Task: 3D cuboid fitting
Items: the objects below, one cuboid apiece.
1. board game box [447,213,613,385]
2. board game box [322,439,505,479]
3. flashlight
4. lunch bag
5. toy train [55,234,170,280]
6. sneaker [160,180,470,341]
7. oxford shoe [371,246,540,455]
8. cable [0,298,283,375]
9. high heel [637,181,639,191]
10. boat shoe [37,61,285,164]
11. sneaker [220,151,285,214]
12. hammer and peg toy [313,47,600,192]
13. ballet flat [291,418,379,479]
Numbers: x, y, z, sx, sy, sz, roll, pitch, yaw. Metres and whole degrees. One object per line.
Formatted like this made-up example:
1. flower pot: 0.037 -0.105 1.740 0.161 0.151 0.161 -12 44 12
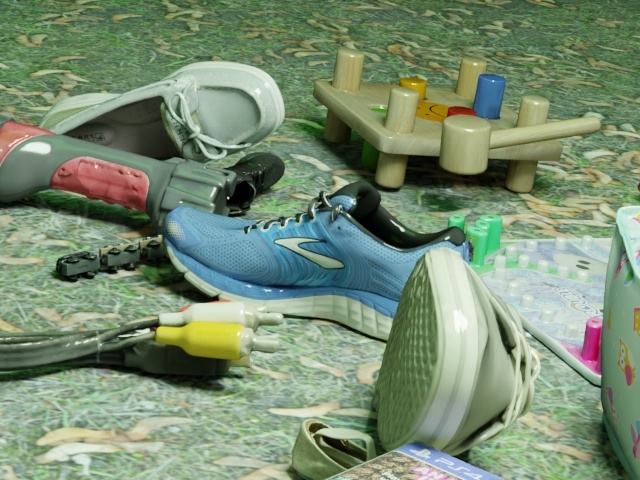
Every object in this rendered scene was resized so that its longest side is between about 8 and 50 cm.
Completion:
1. board game box: 0.378 0.052 2.135 0.390 0.050 0.390 -1 21 -24
2. board game box: 0.057 0.266 1.255 0.232 0.141 0.291 21 23 35
3. flashlight: -0.255 -0.062 2.166 0.304 0.103 0.103 16 16 11
4. lunch bag: 0.328 0.109 1.684 0.160 0.223 0.262 0 19 0
5. toy train: -0.210 0.017 2.052 0.158 0.027 0.036 -12 16 -43
6. sneaker: 0.000 0.000 1.993 0.330 0.147 0.130 11 19 11
7. oxford shoe: 0.117 0.102 1.602 0.130 0.169 0.449 17 -3 2
8. cable: -0.181 0.080 1.808 0.287 0.072 0.139 4 14 -9
9. high heel: 0.531 -0.014 2.369 0.181 0.127 0.377 -24 28 -2
10. boat shoe: -0.194 -0.127 2.269 0.320 0.118 0.103 -6 26 22
11. sneaker: -0.095 -0.060 2.278 0.170 0.051 0.089 -13 24 -33
12. hammer and peg toy: 0.171 -0.134 2.478 0.266 0.127 0.361 1 20 -23
13. ballet flat: 0.046 0.191 1.604 0.168 0.052 0.057 19 22 28
